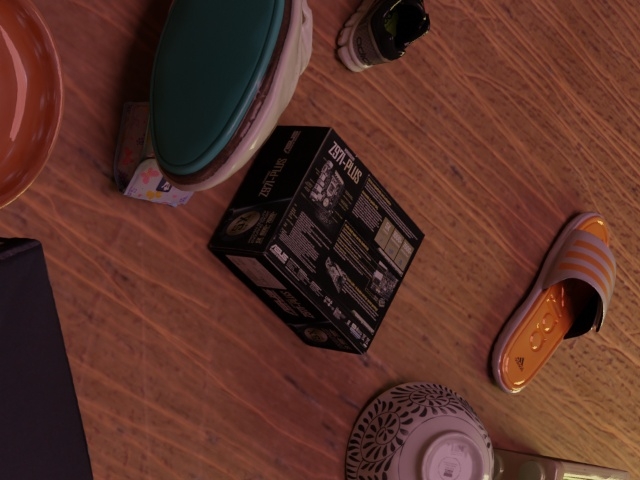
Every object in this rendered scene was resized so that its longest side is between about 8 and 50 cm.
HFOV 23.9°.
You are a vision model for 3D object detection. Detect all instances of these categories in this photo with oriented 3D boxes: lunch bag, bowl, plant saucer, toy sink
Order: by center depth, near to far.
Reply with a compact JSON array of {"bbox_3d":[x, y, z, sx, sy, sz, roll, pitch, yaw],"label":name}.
[{"bbox_3d":[-0.289,-0.116,1.175,0.200,0.037,0.200,-5,97,-47],"label":"plant saucer"},{"bbox_3d":[-0.139,-0.074,1.325,0.071,0.053,0.083,13,87,-40],"label":"lunch bag"},{"bbox_3d":[0.120,0.232,1.563,0.170,0.080,0.170,1,89,-24],"label":"bowl"},{"bbox_3d":[0.228,0.314,1.691,0.234,0.131,0.152,17,81,-45],"label":"toy sink"}]

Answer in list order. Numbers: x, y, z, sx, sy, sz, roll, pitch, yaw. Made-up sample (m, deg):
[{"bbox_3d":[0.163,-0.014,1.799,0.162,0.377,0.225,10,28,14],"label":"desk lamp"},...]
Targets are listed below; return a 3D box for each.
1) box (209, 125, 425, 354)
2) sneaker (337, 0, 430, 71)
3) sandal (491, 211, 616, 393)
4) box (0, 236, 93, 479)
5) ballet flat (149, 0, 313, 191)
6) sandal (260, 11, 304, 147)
[{"bbox_3d":[0.000,0.000,1.459,0.180,0.078,0.147,46,62,-39],"label":"box"},{"bbox_3d":[0.085,-0.240,1.526,0.063,0.075,0.170,50,59,-37],"label":"sneaker"},{"bbox_3d":[0.296,0.080,1.778,0.265,0.076,0.102,-54,129,-28],"label":"sandal"},{"bbox_3d":[-0.355,0.114,0.942,0.296,0.294,0.182,-25,111,-42],"label":"box"},{"bbox_3d":[-0.056,-0.221,1.321,0.139,0.139,0.400,21,66,-45],"label":"ballet flat"},{"bbox_3d":[-0.054,-0.148,1.406,0.049,0.072,0.180,55,49,-60],"label":"sandal"}]
